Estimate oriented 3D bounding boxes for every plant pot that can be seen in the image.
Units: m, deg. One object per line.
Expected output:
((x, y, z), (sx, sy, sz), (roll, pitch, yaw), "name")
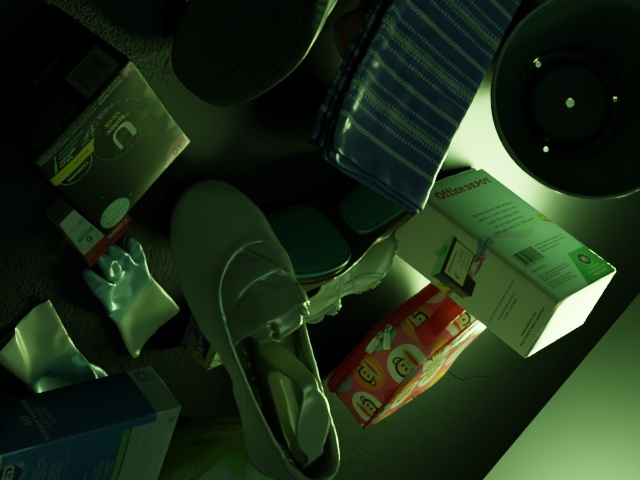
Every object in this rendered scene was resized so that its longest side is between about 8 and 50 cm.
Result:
((0.380, -0.205, 1.866), (0.293, 0.293, 0.196), (-53, -178, 0), "plant pot")

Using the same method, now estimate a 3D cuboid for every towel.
((0.125, -0.208, 1.427), (0.243, 0.040, 0.336), (29, 87, -53), "towel")

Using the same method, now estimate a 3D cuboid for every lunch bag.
((0.165, 0.154, 2.034), (0.293, 0.120, 0.258), (-33, 166, -39), "lunch bag")

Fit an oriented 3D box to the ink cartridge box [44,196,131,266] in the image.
((-0.226, -0.015, 1.287), (0.063, 0.029, 0.115), (-47, 149, -13), "ink cartridge box")

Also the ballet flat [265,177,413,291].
((0.000, 0.000, 1.654), (0.342, 0.116, 0.124), (-34, 169, -43), "ballet flat")

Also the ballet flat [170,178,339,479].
((-0.054, 0.116, 1.457), (0.139, 0.139, 0.400), (-35, 122, -35), "ballet flat")

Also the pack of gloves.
((-0.240, 0.109, 1.419), (0.195, 0.046, 0.232), (-46, 155, -14), "pack of gloves")

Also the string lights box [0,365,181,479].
((-0.290, 0.233, 1.390), (0.259, 0.077, 0.133), (-10, 134, -39), "string lights box")

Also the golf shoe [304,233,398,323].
((0.028, 0.042, 1.754), (0.176, 0.069, 0.086), (-42, 146, 6), "golf shoe")

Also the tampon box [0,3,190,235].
((-0.209, -0.102, 1.122), (0.120, 0.101, 0.161), (-49, 156, -7), "tampon box")

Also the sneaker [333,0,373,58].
((0.128, -0.207, 1.555), (0.180, 0.124, 0.321), (-44, 154, -17), "sneaker")

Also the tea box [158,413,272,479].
((-0.144, 0.435, 1.622), (0.220, 0.329, 0.323), (-13, -164, 48), "tea box")

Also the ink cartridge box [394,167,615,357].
((0.274, 0.026, 1.941), (0.201, 0.278, 0.117), (-19, 142, -51), "ink cartridge box")

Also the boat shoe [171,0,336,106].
((-0.027, -0.253, 1.187), (0.320, 0.118, 0.103), (-52, -176, 33), "boat shoe")

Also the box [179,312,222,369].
((-0.101, 0.108, 1.653), (0.169, 0.054, 0.059), (-21, 141, -51), "box")
